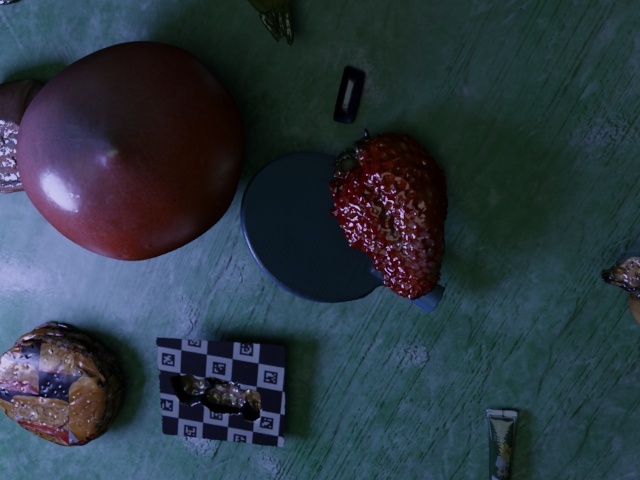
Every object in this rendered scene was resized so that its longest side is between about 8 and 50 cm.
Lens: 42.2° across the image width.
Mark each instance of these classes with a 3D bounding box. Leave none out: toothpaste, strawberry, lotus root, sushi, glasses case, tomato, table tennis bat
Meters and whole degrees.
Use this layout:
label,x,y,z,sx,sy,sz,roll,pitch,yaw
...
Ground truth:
label,x,y,z,sx,sy,sz,roll,pitch,yaw
toothpaste,0.286,0.361,1.316,0.049,0.031,0.204,2,105,12
strawberry,0.115,-0.048,1.159,0.175,0.107,0.236,-43,89,-11
lotus root,0.489,0.078,1.126,0.221,0.125,0.118,32,138,-2
sushi,-0.159,0.239,1.383,0.215,0.050,0.192,4,111,8
glasses case,0.041,-0.209,1.206,0.034,0.023,0.083,17,111,11
tomato,-0.264,-0.126,1.157,0.322,0.321,0.321,4,108,13
table tennis bat,0.036,0.003,1.209,0.329,0.044,0.215,32,72,-9

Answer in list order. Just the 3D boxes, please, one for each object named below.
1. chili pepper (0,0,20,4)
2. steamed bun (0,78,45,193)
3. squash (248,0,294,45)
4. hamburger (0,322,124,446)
label,x,y,z,sx,sy,sz,roll,pitch,yaw
chili pepper,-0.482,-0.393,1.281,0.118,0.035,0.055,-18,118,23
steamed bun,-0.491,-0.161,1.316,0.145,0.106,0.175,-6,107,16
squash,-0.110,-0.429,1.145,0.094,0.094,0.340,-27,96,21
hamburger,-0.453,0.257,1.440,0.231,0.107,0.230,2,104,7
